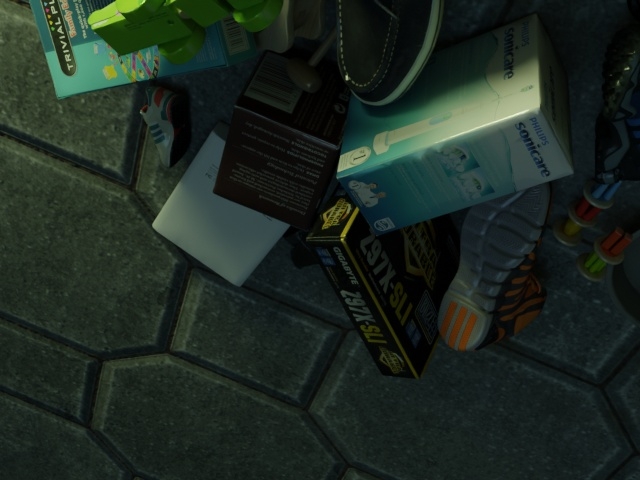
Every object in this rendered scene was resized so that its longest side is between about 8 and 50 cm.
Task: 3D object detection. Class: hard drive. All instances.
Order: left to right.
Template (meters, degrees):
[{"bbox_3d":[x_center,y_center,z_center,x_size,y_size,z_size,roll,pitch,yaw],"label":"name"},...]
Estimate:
[{"bbox_3d":[-0.159,-0.056,1.921,0.203,0.040,0.307,35,139,-6],"label":"hard drive"}]

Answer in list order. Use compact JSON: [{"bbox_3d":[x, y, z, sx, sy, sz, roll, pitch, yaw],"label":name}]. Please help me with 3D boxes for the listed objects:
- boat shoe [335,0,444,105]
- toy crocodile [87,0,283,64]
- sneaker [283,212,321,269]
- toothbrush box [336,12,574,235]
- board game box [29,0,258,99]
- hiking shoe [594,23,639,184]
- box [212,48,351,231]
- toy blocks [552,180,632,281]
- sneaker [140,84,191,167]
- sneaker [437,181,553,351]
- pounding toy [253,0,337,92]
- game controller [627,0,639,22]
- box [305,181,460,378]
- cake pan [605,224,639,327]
[{"bbox_3d":[0.066,-0.380,1.345,0.187,0.156,0.500,48,147,33],"label":"boat shoe"},{"bbox_3d":[-0.153,-0.314,1.371,0.340,0.105,0.115,-14,143,34],"label":"toy crocodile"},{"bbox_3d":[-0.001,0.002,1.917,0.170,0.051,0.089,-16,125,43],"label":"sneaker"},{"bbox_3d":[0.187,-0.159,1.493,0.295,0.216,0.126,-19,128,25],"label":"toothbrush box"},{"bbox_3d":[-0.270,-0.354,1.542,0.336,0.079,0.254,-4,107,35],"label":"board game box"},{"bbox_3d":[0.447,-0.186,1.464,0.132,0.113,0.304,1,152,9],"label":"hiking shoe"},{"bbox_3d":[-0.048,-0.160,1.671,0.167,0.168,0.203,21,140,1],"label":"box"},{"bbox_3d":[0.429,-0.025,1.649,0.123,0.054,0.148,59,146,23],"label":"toy blocks"},{"bbox_3d":[-0.265,-0.197,1.830,0.075,0.057,0.161,30,143,18],"label":"sneaker"},{"bbox_3d":[0.309,0.028,1.758,0.124,0.180,0.321,38,115,32],"label":"sneaker"},{"bbox_3d":[-0.045,-0.356,1.537,0.154,0.155,0.270,35,137,32],"label":"pounding toy"},{"bbox_3d":[0.549,-0.284,1.343,0.319,0.067,0.166,26,139,-4],"label":"game controller"},{"bbox_3d":[0.118,0.022,1.719,0.079,0.257,0.322,1,135,35],"label":"box"},{"bbox_3d":[0.598,0.055,1.693,0.293,0.054,0.293,13,139,12],"label":"cake pan"}]
